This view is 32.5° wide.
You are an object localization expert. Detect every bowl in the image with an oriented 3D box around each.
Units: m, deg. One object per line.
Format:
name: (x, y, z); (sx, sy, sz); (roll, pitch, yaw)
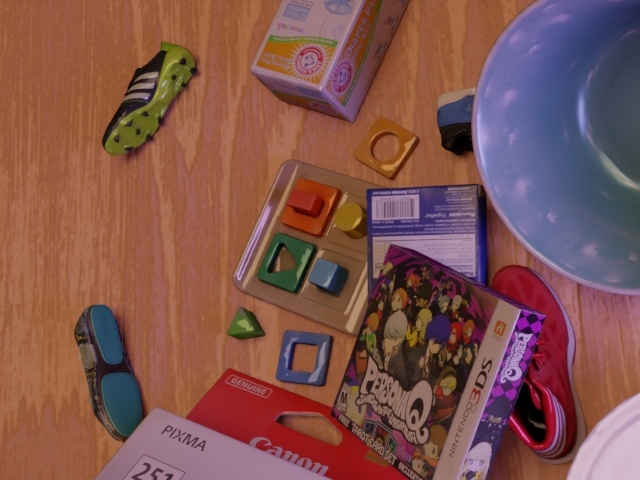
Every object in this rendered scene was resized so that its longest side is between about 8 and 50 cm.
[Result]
bowl: (0.327, -0.118, 1.106); (0.312, 0.163, 0.311); (18, 119, 35)

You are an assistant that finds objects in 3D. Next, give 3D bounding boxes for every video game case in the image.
video game case: (0.112, 0.134, 1.134); (0.232, 0.042, 0.210); (30, 103, 56)

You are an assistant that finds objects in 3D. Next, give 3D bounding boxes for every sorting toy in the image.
sorting toy: (0.000, 0.000, 1.322); (0.196, 0.047, 0.347); (20, 82, 28)

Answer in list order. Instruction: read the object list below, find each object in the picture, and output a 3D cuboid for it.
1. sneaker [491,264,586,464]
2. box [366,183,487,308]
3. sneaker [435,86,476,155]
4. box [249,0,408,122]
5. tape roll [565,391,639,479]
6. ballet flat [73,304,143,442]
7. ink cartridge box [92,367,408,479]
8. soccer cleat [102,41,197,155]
sneaker: (0.218, 0.116, 1.138); (0.087, 0.128, 0.221); (-22, 67, 16)
box: (0.120, 0.052, 1.239); (0.136, 0.036, 0.225); (-1, 86, 24)
sneaker: (0.207, -0.144, 1.267); (0.152, 0.058, 0.084); (-14, 62, 24)
box: (0.017, -0.266, 1.370); (0.114, 0.103, 0.203); (22, 83, 29)
tape roll: (0.376, 0.272, 1.033); (0.286, 0.100, 0.286); (-8, 70, 23)
ballet flat: (-0.272, 0.174, 1.389); (0.070, 0.070, 0.188); (-24, 63, 16)
ink cartridge box: (-0.063, 0.249, 1.183); (0.296, 0.066, 0.261); (16, 47, 28)
soccer cleat: (-0.240, -0.193, 1.494); (0.072, 0.060, 0.179); (32, 82, 39)
